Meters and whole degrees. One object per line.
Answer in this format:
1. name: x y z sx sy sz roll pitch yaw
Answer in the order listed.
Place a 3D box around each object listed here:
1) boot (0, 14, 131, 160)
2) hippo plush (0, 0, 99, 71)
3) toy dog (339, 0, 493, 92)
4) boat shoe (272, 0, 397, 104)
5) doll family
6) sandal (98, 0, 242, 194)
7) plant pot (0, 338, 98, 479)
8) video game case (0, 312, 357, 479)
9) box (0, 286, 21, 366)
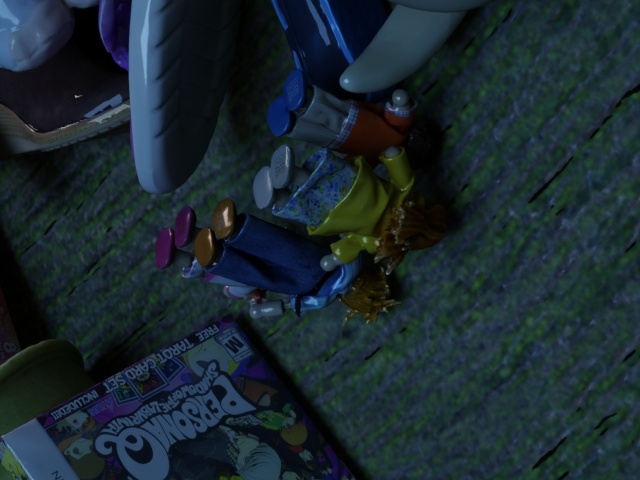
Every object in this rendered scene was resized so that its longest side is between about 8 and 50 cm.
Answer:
1. boot: -0.238 -0.182 1.599 0.248 0.090 0.206 -8 97 42
2. hippo plush: -0.277 -0.301 1.473 0.234 0.236 0.294 -10 68 11
3. toy dog: 0.002 -0.280 1.188 0.284 0.408 0.395 42 122 24
4. boat shoe: -0.027 -0.218 1.420 0.089 0.109 0.258 -19 86 42
5. doll family: 0.000 0.000 1.420 0.263 0.163 0.118 -47 39 35
6. sandal: -0.129 -0.245 1.440 0.102 0.169 0.416 9 107 20
7. plant pot: -0.201 0.267 1.587 0.254 0.276 0.276 34 120 14
8. video game case: -0.107 0.193 1.495 0.210 0.232 0.042 53 149 17
9. box: -0.409 0.012 1.713 0.154 0.142 0.300 -36 67 37
